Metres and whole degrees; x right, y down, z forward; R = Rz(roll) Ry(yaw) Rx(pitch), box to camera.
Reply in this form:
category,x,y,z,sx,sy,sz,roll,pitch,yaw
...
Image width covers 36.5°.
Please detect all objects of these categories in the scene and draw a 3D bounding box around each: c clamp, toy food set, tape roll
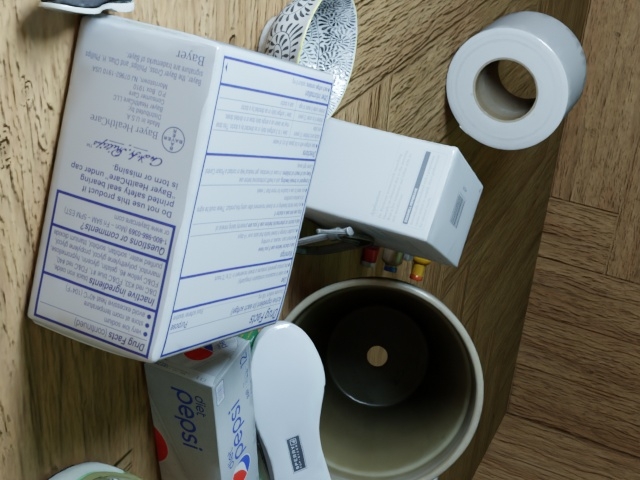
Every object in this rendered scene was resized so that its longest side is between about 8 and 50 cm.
category,x,y,z,sx,sy,sz,roll,pitch,yaw
c clamp,0.000,0.000,1.354,0.137,0.160,0.022,5,77,-39
toy food set,0.129,0.016,1.707,0.232,0.111,0.105,-3,108,-71
tape roll,0.392,-0.321,1.936,0.169,0.246,0.246,-42,143,-55

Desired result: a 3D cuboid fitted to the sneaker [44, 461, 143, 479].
category,x,y,z,sx,sy,sz,roll,pitch,yaw
sneaker,-0.230,0.321,0.933,0.410,0.182,0.158,21,86,-69

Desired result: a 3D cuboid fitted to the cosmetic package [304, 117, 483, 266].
category,x,y,z,sx,sy,sz,roll,pitch,yaw
cosmetic package,0.091,-0.068,1.392,0.138,0.224,0.224,-71,159,-4

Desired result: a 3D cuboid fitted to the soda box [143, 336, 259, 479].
category,x,y,z,sx,sy,sz,roll,pitch,yaw
soda box,-0.143,0.241,1.210,0.091,0.098,0.286,-52,151,-46

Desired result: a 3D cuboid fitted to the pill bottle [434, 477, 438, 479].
category,x,y,z,sx,sy,sz,roll,pitch,yaw
pill bottle,0.107,0.411,1.804,0.121,0.216,0.121,-49,148,-46

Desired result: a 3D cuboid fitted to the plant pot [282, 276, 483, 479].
category,x,y,z,sx,sy,sz,roll,pitch,yaw
plant pot,0.084,0.206,1.538,0.280,0.323,0.323,-38,143,-85

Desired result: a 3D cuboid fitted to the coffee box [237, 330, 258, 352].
category,x,y,z,sx,sy,sz,roll,pitch,yaw
coffee box,-0.122,0.169,1.290,0.113,0.040,0.184,-55,153,-43

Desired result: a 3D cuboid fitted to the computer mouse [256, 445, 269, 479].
category,x,y,z,sx,sy,sz,roll,pitch,yaw
computer mouse,-0.089,0.351,1.509,0.106,0.042,0.193,49,60,-67

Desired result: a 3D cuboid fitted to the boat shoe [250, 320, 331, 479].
category,x,y,z,sx,sy,sz,roll,pitch,yaw
boat shoe,-0.047,0.246,1.346,0.108,0.102,0.301,-16,109,-16

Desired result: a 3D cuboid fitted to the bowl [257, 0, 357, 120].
category,x,y,z,sx,sy,sz,roll,pitch,yaw
bowl,-0.025,-0.230,1.180,0.170,0.080,0.170,-51,150,-44

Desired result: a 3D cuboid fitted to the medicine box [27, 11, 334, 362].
category,x,y,z,sx,sy,sz,roll,pitch,yaw
medicine box,-0.128,-0.052,0.958,0.263,0.149,0.289,-8,113,-67

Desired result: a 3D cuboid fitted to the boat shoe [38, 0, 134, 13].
category,x,y,z,sx,sy,sz,roll,pitch,yaw
boat shoe,-0.193,-0.212,0.816,0.125,0.046,0.038,-34,136,-63
